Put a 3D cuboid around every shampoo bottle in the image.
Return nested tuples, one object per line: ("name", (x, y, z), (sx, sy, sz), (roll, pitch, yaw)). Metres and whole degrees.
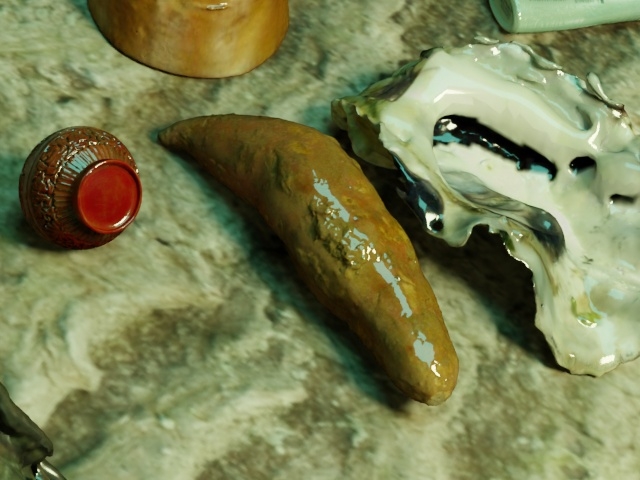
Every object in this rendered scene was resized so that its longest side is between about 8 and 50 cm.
("shampoo bottle", (0.263, -0.238, 1.881), (0.191, 0.041, 0.069), (-5, 46, -25))

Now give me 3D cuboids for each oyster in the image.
("oyster", (0.162, -0.048, 1.625), (0.351, 0.115, 0.238), (30, 54, 13))

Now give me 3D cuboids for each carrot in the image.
("carrot", (-0.095, -0.296, 1.649), (0.196, 0.254, 0.196), (9, 45, -9))

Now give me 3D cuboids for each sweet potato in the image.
("sweet potato", (0.008, -0.012, 1.533), (0.106, 0.095, 0.354), (-44, 65, 0))

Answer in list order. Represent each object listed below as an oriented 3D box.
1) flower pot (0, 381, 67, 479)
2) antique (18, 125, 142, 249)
("flower pot", (-0.290, 0.173, 1.113), (0.302, 0.213, 0.302), (-13, 20, 5))
("antique", (-0.191, -0.042, 1.484), (0.104, 0.104, 0.104), (11, 46, -12))
